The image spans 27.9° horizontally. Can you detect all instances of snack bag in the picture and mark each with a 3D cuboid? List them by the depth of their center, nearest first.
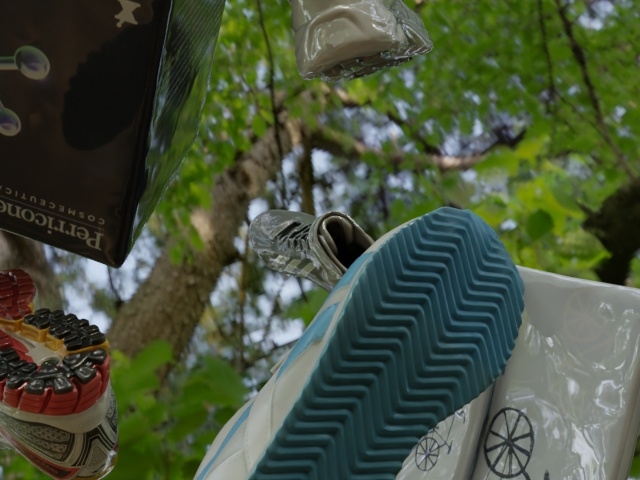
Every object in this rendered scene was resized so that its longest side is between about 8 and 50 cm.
[{"bbox_3d":[0.141,0.175,1.170,0.037,0.342,0.323,16,-92,-43],"label":"snack bag"}]

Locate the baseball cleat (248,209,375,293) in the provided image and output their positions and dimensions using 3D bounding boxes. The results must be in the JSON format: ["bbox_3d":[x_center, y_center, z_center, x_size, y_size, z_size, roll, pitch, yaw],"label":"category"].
[{"bbox_3d":[0.000,0.000,1.184,0.072,0.206,0.109,-42,-42,-22],"label":"baseball cleat"}]

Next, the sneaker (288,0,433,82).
[{"bbox_3d":[0.022,-0.176,0.913,0.090,0.232,0.115,-16,-87,6],"label":"sneaker"}]

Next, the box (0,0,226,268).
[{"bbox_3d":[-0.223,-0.224,0.950,0.293,0.212,0.395,18,-51,2],"label":"box"}]

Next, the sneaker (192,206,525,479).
[{"bbox_3d":[0.009,0.073,0.589,0.087,0.092,0.229,47,-118,-13],"label":"sneaker"}]

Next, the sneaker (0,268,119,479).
[{"bbox_3d":[-0.196,0.084,0.798,0.088,0.225,0.093,-23,-62,-26],"label":"sneaker"}]
